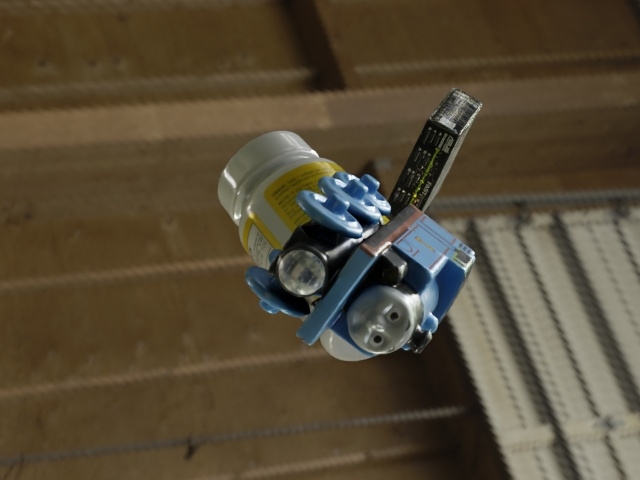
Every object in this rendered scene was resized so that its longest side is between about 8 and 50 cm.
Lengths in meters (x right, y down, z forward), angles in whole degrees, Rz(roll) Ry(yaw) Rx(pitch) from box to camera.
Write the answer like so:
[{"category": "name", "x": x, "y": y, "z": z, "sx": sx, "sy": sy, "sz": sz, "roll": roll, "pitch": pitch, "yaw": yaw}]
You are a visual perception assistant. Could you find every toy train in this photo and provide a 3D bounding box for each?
[{"category": "toy train", "x": 0.027, "y": 0.017, "z": 0.953, "sx": 0.105, "sy": 0.080, "sz": 0.184, "roll": 35, "pitch": -167, "yaw": 5}]

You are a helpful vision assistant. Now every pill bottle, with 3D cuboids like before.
[{"category": "pill bottle", "x": 0.000, "y": 0.000, "z": 1.505, "sx": 0.119, "sy": 0.119, "sz": 0.208, "roll": -16, "pitch": -130, "yaw": -31}]

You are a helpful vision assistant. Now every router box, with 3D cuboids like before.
[{"category": "router box", "x": 0.115, "y": -0.085, "z": 1.693, "sx": 0.038, "sy": 0.122, "sz": 0.092, "roll": 29, "pitch": -148, "yaw": 6}]
